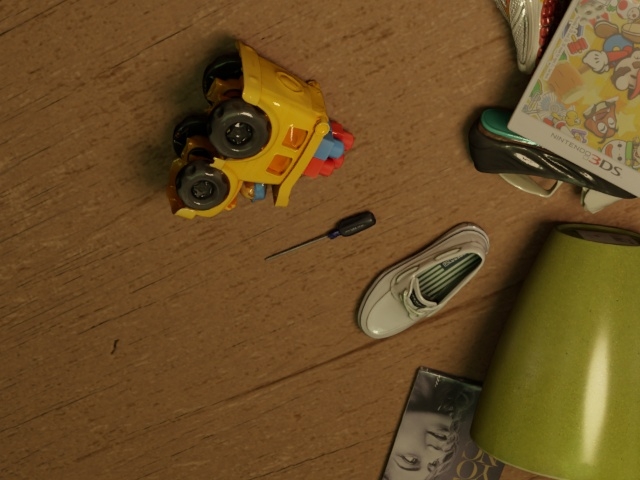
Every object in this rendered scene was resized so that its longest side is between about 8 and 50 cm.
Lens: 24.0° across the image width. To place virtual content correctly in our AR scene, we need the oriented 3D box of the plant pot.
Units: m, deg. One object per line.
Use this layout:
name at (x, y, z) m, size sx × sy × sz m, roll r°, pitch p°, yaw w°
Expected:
plant pot at (0.351, 0.134, 1.968) m, size 0.274 × 0.275 × 0.294 m, roll 7°, pitch 101°, yaw 2°

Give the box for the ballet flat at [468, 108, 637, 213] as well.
ballet flat at (0.326, -0.096, 1.933) m, size 0.280 × 0.095 × 0.096 m, roll 16°, pitch 127°, yaw 9°

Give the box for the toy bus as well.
toy bus at (-0.072, -0.116, 1.940) m, size 0.211 × 0.149 × 0.220 m, roll 20°, pitch 120°, yaw -23°

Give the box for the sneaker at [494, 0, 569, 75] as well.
sneaker at (0.248, -0.309, 1.844) m, size 0.092 × 0.088 × 0.225 m, roll 10°, pitch 125°, yaw 30°

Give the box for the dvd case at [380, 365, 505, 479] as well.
dvd case at (0.191, 0.296, 2.175) m, size 0.164 × 0.018 × 0.221 m, roll 15°, pitch 117°, yaw -2°

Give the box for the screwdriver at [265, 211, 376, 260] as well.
screwdriver at (0.000, 0.000, 2.048) m, size 0.170 × 0.024 × 0.025 m, roll -24°, pitch 141°, yaw 23°

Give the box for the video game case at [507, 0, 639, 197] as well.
video game case at (0.363, -0.183, 1.808) m, size 0.206 × 0.026 × 0.227 m, roll 28°, pitch 120°, yaw 5°

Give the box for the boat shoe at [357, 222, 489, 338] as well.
boat shoe at (0.133, 0.062, 2.032) m, size 0.083 × 0.076 × 0.226 m, roll 39°, pitch 114°, yaw -13°
